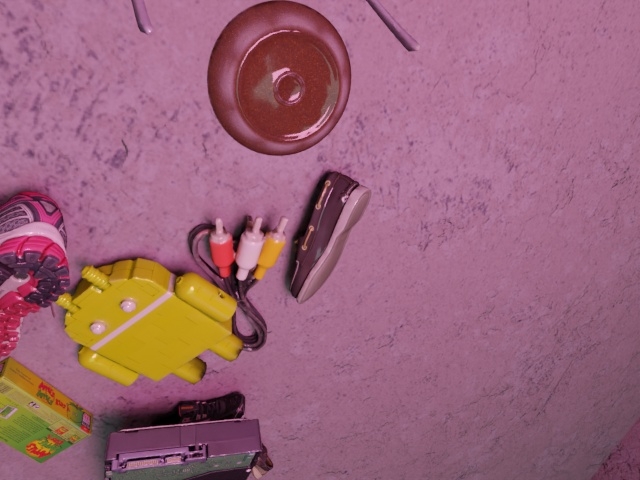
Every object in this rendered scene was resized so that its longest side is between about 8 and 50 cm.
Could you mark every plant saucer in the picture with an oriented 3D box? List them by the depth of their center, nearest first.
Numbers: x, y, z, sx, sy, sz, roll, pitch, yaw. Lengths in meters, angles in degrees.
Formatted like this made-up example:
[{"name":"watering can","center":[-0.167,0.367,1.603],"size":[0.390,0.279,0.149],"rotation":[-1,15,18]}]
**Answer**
[{"name":"plant saucer","center":[-0.045,-0.202,0.557],"size":[0.199,0.036,0.198],"rotation":[-10,122,-17]}]

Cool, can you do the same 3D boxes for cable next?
[{"name":"cable","center":[-0.134,0.079,0.666],"size":[0.140,0.072,0.287],"rotation":[0,119,-17]}]

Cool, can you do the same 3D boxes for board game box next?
[{"name":"board game box","center":[-0.458,0.268,0.661],"size":[0.092,0.043,0.181],"rotation":[-29,126,-3]}]

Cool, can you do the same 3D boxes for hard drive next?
[{"name":"hard drive","center":[-0.254,0.424,0.769],"size":[0.237,0.064,0.339],"rotation":[2,136,-20]}]

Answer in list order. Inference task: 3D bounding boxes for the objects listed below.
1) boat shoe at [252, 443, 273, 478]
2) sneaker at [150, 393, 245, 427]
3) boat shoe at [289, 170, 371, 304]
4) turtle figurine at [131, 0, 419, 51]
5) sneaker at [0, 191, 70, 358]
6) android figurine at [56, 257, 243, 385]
[{"name":"boat shoe","center":[-0.137,0.454,0.904],"size":[0.049,0.056,0.152],"rotation":[-24,135,-14]},{"name":"sneaker","center":[-0.225,0.326,0.778],"size":[0.178,0.072,0.077],"rotation":[-24,124,-9]},{"name":"boat shoe","center":[0.000,0.000,0.679],"size":[0.081,0.069,0.227],"rotation":[-22,144,-61]},{"name":"turtle figurine","center":[-0.084,-0.277,0.352],"size":[0.198,0.266,0.274],"rotation":[-25,125,-7]},{"name":"sneaker","center":[-0.408,0.062,0.523],"size":[0.299,0.112,0.121],"rotation":[-33,144,17]},{"name":"android figurine","center":[-0.252,0.128,0.636],"size":[0.248,0.056,0.273],"rotation":[-32,128,14]}]
